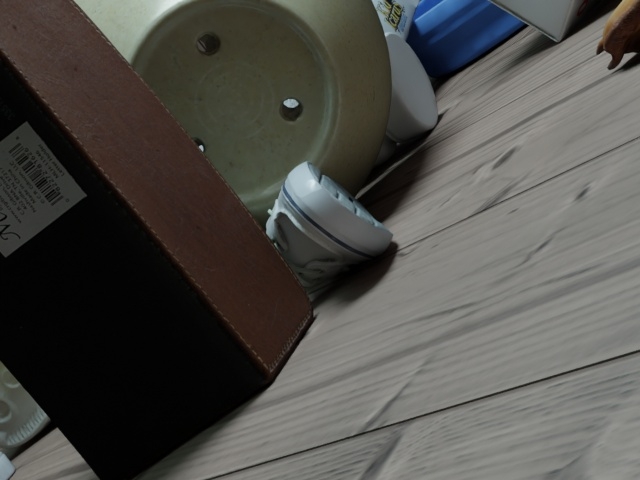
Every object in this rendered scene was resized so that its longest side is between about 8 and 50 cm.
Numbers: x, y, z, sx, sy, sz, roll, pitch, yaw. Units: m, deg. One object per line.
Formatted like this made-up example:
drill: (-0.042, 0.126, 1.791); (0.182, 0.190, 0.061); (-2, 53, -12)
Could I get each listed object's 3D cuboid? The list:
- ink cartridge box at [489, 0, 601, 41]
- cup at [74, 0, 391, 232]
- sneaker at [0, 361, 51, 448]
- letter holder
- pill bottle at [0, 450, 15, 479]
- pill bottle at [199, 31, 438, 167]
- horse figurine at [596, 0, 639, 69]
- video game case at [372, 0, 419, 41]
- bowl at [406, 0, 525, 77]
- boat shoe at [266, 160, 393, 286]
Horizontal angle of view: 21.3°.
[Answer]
ink cartridge box: (0.222, -0.355, 1.497); (0.270, 0.197, 0.198); (-44, -20, -32)
cup: (-0.084, -0.118, 1.378); (0.331, 0.331, 0.237); (-39, 13, -2)
sneaker: (-0.217, 0.054, 1.692); (0.323, 0.130, 0.236); (-42, 9, 23)
letter holder: (-0.148, -0.028, 1.155); (0.152, 0.302, 0.214); (-36, 7, 27)
pill bottle: (-0.364, 0.162, 1.543); (0.103, 0.184, 0.103); (-39, 7, 6)
pill bottle: (-0.003, -0.108, 1.606); (0.208, 0.119, 0.119); (-24, 13, 23)
horse figurine: (0.268, -0.194, 1.043); (0.174, 0.066, 0.263); (-34, 4, -10)
video game case: (-0.014, -0.136, 1.804); (0.269, 0.061, 0.244); (-46, 14, 28)
bowl: (0.249, -0.322, 1.902); (0.391, 0.077, 0.391); (-39, 7, 6)
boat shoe: (0.000, 0.000, 1.201); (0.076, 0.083, 0.226); (-49, -5, 3)
